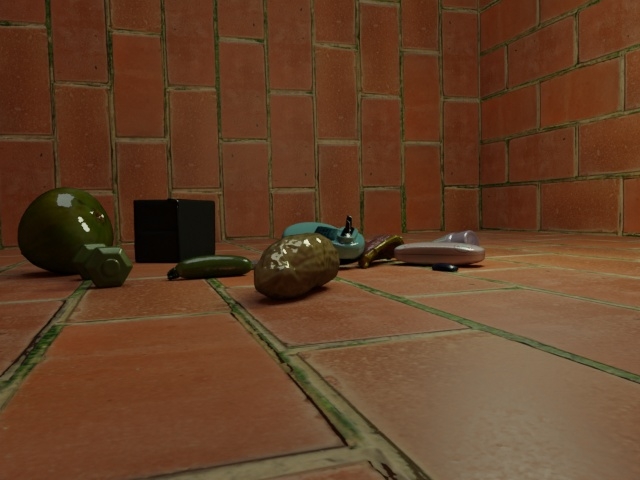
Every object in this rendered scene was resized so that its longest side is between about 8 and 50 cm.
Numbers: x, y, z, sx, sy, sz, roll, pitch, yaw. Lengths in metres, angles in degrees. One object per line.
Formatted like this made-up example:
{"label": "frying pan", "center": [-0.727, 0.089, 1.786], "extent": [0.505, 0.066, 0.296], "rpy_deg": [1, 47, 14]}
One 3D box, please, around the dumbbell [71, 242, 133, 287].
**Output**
{"label": "dumbbell", "center": [-0.627, 0.066, 1.581], "extent": [0.108, 0.121, 0.302], "rpy_deg": [-36, 19, -25]}

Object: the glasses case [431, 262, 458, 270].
{"label": "glasses case", "center": [0.369, 0.078, 1.651], "extent": [0.033, 0.023, 0.083], "rpy_deg": [-2, 2, -38]}

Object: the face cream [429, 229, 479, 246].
{"label": "face cream", "center": [0.432, 0.032, 2.003], "extent": [0.154, 0.096, 0.274], "rpy_deg": [-5, -7, -43]}

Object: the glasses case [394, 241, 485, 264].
{"label": "glasses case", "center": [0.384, 0.043, 1.806], "extent": [0.297, 0.075, 0.113], "rpy_deg": [1, 3, 30]}

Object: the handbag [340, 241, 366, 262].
{"label": "handbag", "center": [0.020, 0.036, 2.026], "extent": [0.275, 0.088, 0.244], "rpy_deg": [-3, 1, 20]}

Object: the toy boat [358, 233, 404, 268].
{"label": "toy boat", "center": [0.209, 0.037, 1.898], "extent": [0.141, 0.099, 0.318], "rpy_deg": [-47, -21, 27]}

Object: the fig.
{"label": "fig", "center": [-0.862, -0.017, 1.849], "extent": [0.316, 0.316, 0.316], "rpy_deg": [-1, 3, 0]}

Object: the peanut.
{"label": "peanut", "center": [-0.053, 0.056, 1.282], "extent": [0.153, 0.140, 0.325], "rpy_deg": [-20, -1, 26]}

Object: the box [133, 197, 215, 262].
{"label": "box", "center": [-0.597, -0.045, 2.297], "extent": [0.204, 0.251, 0.345], "rpy_deg": [-1, 2, 14]}

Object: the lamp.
{"label": "lamp", "center": [0.001, 0.011, 1.805], "extent": [0.284, 0.147, 0.209], "rpy_deg": [-11, 22, 18]}

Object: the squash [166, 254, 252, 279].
{"label": "squash", "center": [-0.324, 0.076, 1.632], "extent": [0.252, 0.066, 0.066], "rpy_deg": [-3, 3, -22]}

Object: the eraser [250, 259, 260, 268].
{"label": "eraser", "center": [-0.180, 0.080, 1.878], "extent": [0.150, 0.023, 0.104], "rpy_deg": [-3, 3, -18]}
